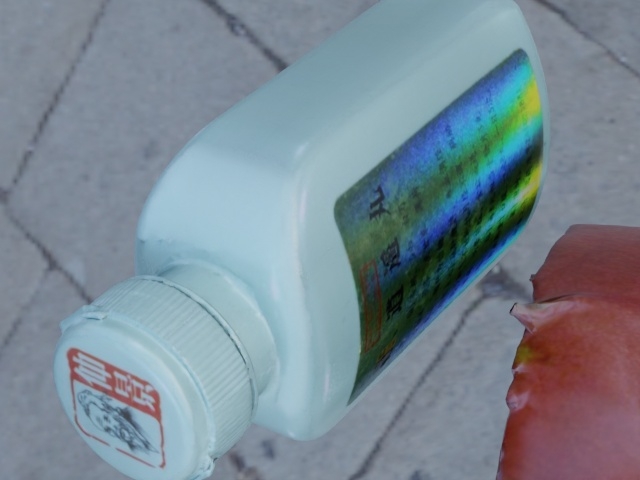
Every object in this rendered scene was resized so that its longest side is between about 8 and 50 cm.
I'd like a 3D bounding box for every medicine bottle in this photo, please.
[{"bbox_3d":[0.000,0.000,0.594,0.083,0.229,0.121,18,129,29],"label":"medicine bottle"}]

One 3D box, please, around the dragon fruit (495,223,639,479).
[{"bbox_3d":[0.203,0.138,0.719,0.225,0.305,0.306,3,94,21],"label":"dragon fruit"}]
